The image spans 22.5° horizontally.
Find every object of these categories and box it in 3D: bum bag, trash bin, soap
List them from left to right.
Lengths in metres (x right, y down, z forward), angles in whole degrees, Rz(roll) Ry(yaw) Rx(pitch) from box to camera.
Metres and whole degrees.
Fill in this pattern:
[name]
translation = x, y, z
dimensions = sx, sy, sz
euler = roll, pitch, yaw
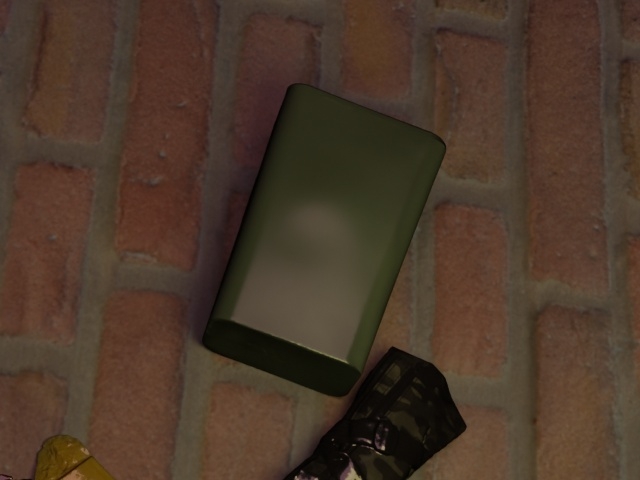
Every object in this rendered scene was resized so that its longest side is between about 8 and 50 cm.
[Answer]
[soap]
translation = -0.285, 0.307, 1.924
dimensions = 0.168, 0.033, 0.089
euler = 45, 64, 10
[trash bin]
translation = 0.000, 0.000, 2.063
dimensions = 0.223, 0.158, 0.343
euler = 21, 63, -3
[bum bag]
translation = 0.052, 0.279, 1.983
dimensions = 0.144, 0.095, 0.340
euler = 42, 62, 3

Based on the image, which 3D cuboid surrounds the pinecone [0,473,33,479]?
[pinecone]
translation = -0.362, 0.333, 1.846
dimensions = 0.140, 0.121, 0.140
euler = 2, 67, -6
